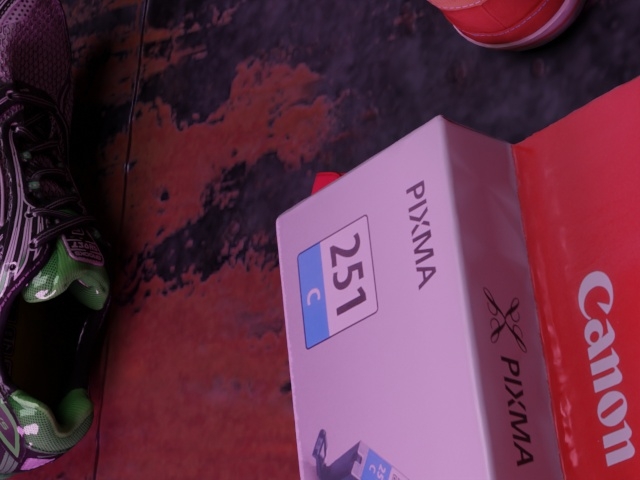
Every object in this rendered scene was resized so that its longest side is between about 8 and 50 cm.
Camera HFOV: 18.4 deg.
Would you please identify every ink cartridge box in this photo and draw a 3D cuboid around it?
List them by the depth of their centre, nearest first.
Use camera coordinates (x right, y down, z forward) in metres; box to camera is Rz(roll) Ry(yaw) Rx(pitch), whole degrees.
[{"bbox_3d":[0.095,0.073,0.990,0.261,0.066,0.296,-30,55,39],"label":"ink cartridge box"}]

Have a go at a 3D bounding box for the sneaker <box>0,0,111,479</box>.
[{"bbox_3d":[-0.191,-0.012,1.313,0.146,0.134,0.343,-9,78,39],"label":"sneaker"}]

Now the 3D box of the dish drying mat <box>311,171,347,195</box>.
[{"bbox_3d":[0.000,0.000,1.166,0.032,0.008,0.083,1,77,49],"label":"dish drying mat"}]

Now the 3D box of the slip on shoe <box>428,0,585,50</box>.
[{"bbox_3d":[0.071,-0.266,1.080,0.123,0.101,0.331,-19,70,31],"label":"slip on shoe"}]
